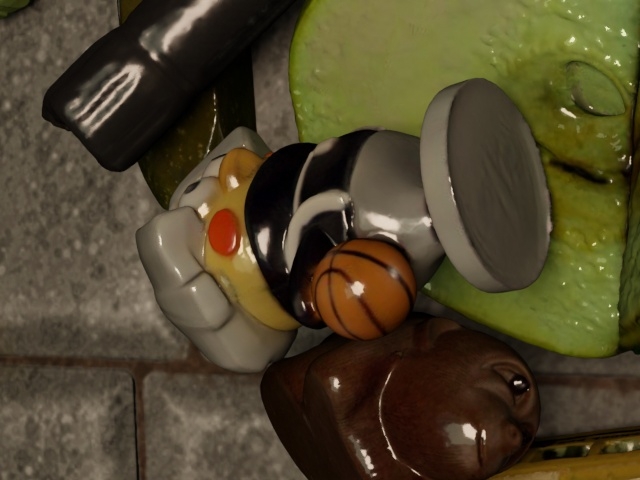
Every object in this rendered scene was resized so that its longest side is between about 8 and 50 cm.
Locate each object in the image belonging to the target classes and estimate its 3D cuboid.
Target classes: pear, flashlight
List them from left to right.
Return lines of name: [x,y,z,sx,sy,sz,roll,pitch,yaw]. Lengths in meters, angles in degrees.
flashlight: [-0.027,-0.213,0.810,0.424,0.103,0.103,-44,75,5]
pear: [0.114,-0.097,0.764,0.282,0.176,0.286,12,115,30]

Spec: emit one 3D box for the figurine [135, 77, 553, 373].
figurine: [0.000,0.000,0.672,0.236,0.176,0.133,-12,115,36]

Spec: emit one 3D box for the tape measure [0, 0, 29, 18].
tape measure: [-0.300,-0.269,0.987,0.154,0.087,0.177,9,99,23]

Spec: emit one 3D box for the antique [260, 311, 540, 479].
antique: [0.057,0.108,0.768,0.143,0.257,0.121,-24,90,-14]

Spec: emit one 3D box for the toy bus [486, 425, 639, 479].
toy bus: [0.194,0.186,0.769,0.336,0.123,0.121,-12,88,24]

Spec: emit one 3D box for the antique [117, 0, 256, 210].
antique: [-0.102,-0.131,0.909,0.081,0.080,0.220,-4,91,23]
